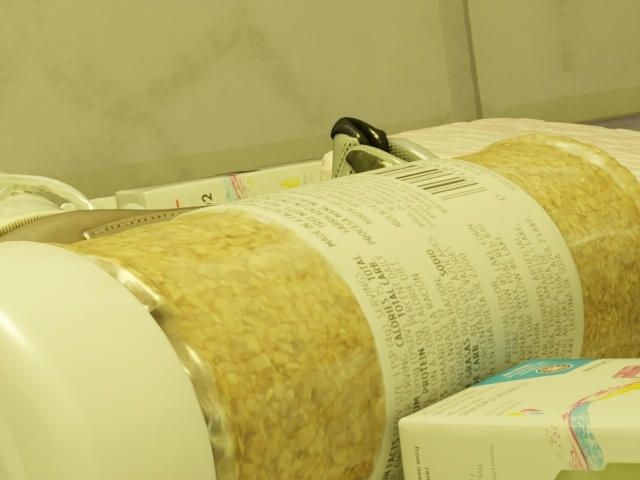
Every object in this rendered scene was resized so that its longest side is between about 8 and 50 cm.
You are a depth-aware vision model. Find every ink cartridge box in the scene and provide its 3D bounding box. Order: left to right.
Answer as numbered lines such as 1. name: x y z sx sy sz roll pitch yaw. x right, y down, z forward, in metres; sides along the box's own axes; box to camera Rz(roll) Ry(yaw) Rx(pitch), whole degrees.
1. ink cartridge box: -0.063 0.012 0.969 0.181 0.104 0.061 -11 6 -24
2. ink cartridge box: 0.099 0.067 0.461 0.122 0.052 0.088 -2 8 36

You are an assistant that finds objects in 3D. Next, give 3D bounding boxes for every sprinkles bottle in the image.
1. sprinkles bottle: 0.000 0.039 0.533 0.121 0.121 0.355 -4 7 36

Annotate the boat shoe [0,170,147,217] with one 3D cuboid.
1. boat shoe: -0.152 0.027 0.800 0.156 0.136 0.367 -8 9 4

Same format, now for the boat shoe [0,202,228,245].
1. boat shoe: -0.062 0.040 0.665 0.096 0.117 0.324 -2 6 25

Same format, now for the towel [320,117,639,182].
1. towel: 0.209 -0.030 0.983 0.331 0.053 0.317 8 11 24

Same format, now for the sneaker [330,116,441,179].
1. sneaker: 0.000 0.000 0.859 0.228 0.132 0.086 -5 6 24
